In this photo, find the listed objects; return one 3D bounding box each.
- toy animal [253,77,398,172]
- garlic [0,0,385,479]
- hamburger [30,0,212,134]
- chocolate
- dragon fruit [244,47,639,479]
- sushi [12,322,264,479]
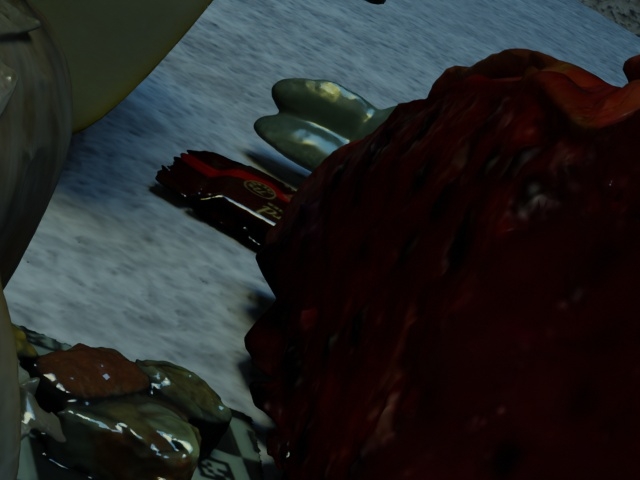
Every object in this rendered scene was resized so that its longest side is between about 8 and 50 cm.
[{"bbox_3d":[0.088,-0.039,1.068,0.236,0.138,0.108,21,-17,22],"label":"toy animal"},{"bbox_3d":[-0.110,-0.009,0.535,0.256,0.207,0.207,-19,34,-11],"label":"garlic"},{"bbox_3d":[-0.116,-0.193,0.904,0.179,0.276,0.294,37,11,-10],"label":"hamburger"},{"bbox_3d":[0.000,0.000,0.951,0.182,0.028,0.086,34,21,9],"label":"chocolate"},{"bbox_3d":[0.156,0.035,0.769,0.329,0.228,0.286,22,17,-14],"label":"dragon fruit"},{"bbox_3d":[-0.100,0.050,0.649,0.201,0.031,0.139,23,19,-18],"label":"sushi"}]
